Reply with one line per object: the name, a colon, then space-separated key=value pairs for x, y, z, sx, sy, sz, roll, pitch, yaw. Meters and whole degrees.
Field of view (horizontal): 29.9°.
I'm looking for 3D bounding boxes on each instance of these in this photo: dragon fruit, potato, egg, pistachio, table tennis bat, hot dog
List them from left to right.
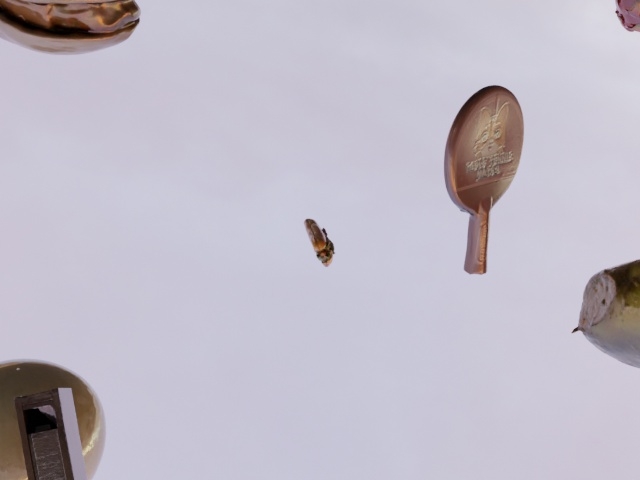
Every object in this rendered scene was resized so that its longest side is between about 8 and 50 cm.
egg: x=-0.396 y=0.264 z=1.502 sx=0.219 sy=0.269 sz=0.219 roll=63 pitch=-175 yaw=-9
pistachio: x=-0.221 y=-0.206 z=0.988 sx=0.149 sy=0.113 sz=0.113 roll=14 pitch=-149 yaw=-9
hot dog: x=0.000 y=0.000 z=1.247 sx=0.037 sy=0.021 sz=0.083 roll=62 pitch=-179 yaw=-26
table tennis bat: x=0.105 y=-0.064 z=1.076 sx=0.119 sy=0.170 sz=0.107 roll=20 pitch=-153 yaw=41
dragon fruit: x=0.423 y=-0.338 z=1.488 sx=0.094 sy=0.190 sz=0.094 roll=2 pitch=-128 yaw=-3
potato: x=0.362 y=0.070 z=1.125 sx=0.251 sy=0.149 sz=0.113 roll=-8 pitch=-127 yaw=19

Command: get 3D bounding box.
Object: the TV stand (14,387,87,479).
TV stand: x=-0.220 y=0.259 z=1.046 sx=0.040 sy=0.257 sz=0.049 roll=-12 pitch=174 yaw=1
